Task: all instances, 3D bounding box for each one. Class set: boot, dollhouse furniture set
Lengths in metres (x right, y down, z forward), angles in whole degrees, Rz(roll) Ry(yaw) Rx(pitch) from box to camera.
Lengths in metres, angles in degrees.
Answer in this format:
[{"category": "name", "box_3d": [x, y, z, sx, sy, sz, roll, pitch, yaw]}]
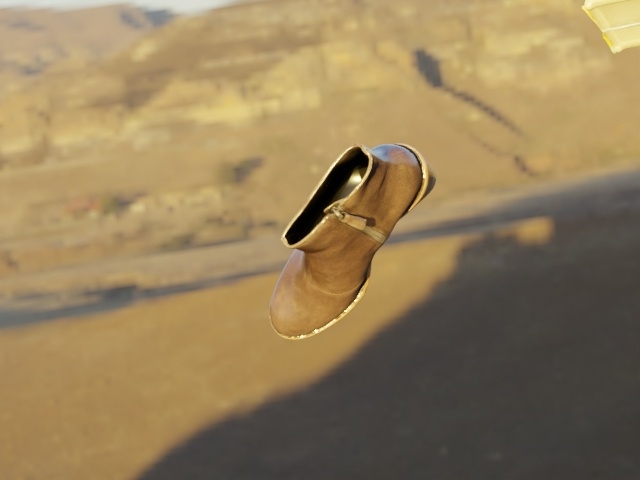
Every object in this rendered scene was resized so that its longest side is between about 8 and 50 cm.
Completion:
[{"category": "boot", "box_3d": [0.000, 0.000, 1.884, 0.248, 0.090, 0.207, -50, -18, 15]}, {"category": "dollhouse furniture set", "box_3d": [0.301, -0.213, 1.623, 0.152, 0.058, 0.076, -9, -34, 31]}]
